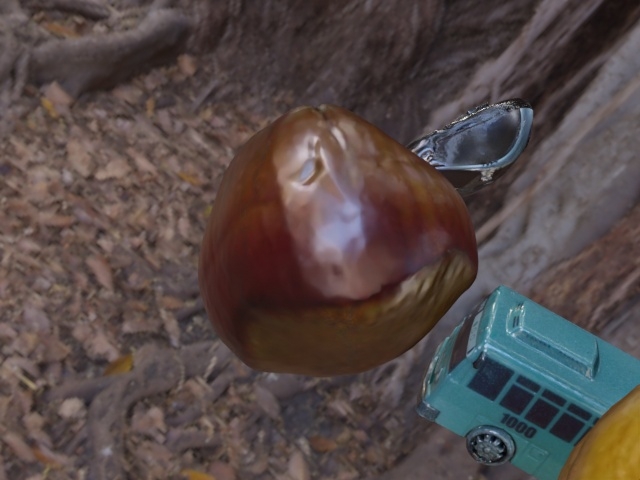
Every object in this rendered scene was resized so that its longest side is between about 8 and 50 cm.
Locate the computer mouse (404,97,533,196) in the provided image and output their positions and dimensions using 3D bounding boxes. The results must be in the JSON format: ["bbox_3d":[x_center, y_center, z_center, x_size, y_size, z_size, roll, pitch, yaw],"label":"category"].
[{"bbox_3d":[0.198,-0.112,1.376,0.096,0.233,0.137,59,-18,12],"label":"computer mouse"}]

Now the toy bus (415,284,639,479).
[{"bbox_3d":[0.238,0.161,0.993,0.256,0.147,0.128,30,34,1],"label":"toy bus"}]

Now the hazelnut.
[{"bbox_3d":[0.000,0.000,0.804,0.229,0.229,0.229,37,21,-17],"label":"hazelnut"}]

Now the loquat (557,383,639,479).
[{"bbox_3d":[0.243,0.186,0.588,0.193,0.238,0.238,37,20,-36],"label":"loquat"}]
